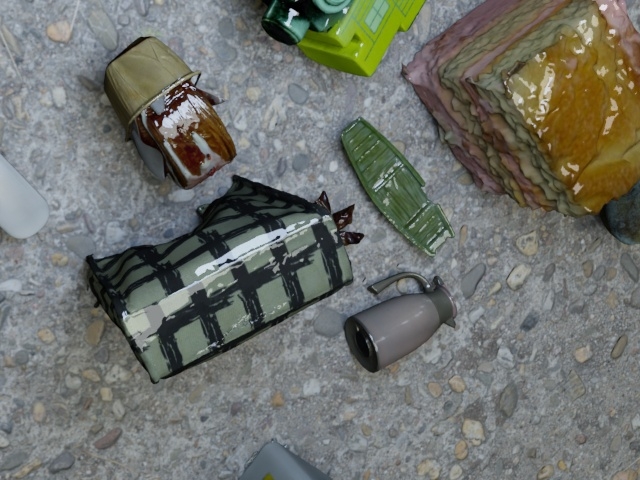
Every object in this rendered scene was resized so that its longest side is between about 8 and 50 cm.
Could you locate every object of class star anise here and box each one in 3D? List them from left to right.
[{"bbox_3d":[-0.001,0.000,1.760,0.167,0.057,0.168,-11,118,-22],"label":"star anise"}]

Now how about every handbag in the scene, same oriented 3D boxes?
[{"bbox_3d":[-0.165,0.041,1.540,0.325,0.327,0.163,-27,115,-16],"label":"handbag"}]

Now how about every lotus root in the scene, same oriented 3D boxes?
[{"bbox_3d":[0.576,-0.152,1.932,0.139,0.158,0.322,-7,100,-23],"label":"lotus root"}]

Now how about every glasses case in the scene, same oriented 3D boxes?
[{"bbox_3d":[-0.472,-0.084,1.518,0.076,0.049,0.197,-45,117,-9],"label":"glasses case"}]

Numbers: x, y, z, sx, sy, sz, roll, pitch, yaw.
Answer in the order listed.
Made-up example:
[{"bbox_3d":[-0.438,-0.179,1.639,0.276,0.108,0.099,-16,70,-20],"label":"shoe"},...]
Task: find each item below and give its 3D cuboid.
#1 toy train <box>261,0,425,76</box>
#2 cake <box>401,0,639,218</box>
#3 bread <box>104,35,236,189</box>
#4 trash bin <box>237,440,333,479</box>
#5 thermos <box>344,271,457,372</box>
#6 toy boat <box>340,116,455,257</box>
[{"bbox_3d":[0.068,-0.453,1.565,0.442,0.179,0.272,-61,143,-8],"label":"toy train"},{"bbox_3d":[0.361,-0.233,1.727,0.293,0.306,0.314,-39,116,-14],"label":"cake"},{"bbox_3d":[-0.213,-0.180,1.516,0.142,0.224,0.212,-40,95,-12],"label":"bread"},{"bbox_3d":[0.000,0.513,1.720,0.296,0.367,0.256,37,88,-26],"label":"trash bin"},{"bbox_3d":[0.142,0.127,1.842,0.193,0.105,0.137,-25,82,-21],"label":"thermos"},{"bbox_3d":[0.123,-0.094,1.791,0.093,0.055,0.293,-44,118,-8],"label":"toy boat"}]
